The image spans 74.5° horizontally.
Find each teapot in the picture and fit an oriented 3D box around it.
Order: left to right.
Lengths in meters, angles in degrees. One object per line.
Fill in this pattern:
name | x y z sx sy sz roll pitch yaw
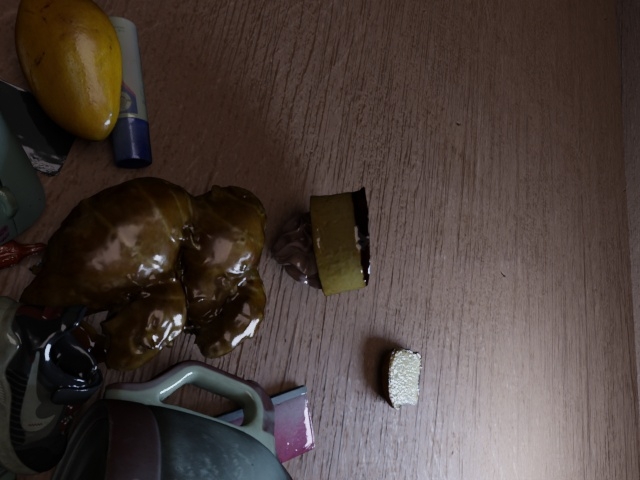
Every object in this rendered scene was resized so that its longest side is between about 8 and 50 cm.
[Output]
teapot | -0.356 0.146 0.565 0.129 0.078 0.098 13 74 -33
teapot | -0.172 0.319 0.572 0.312 0.233 0.315 27 40 -35

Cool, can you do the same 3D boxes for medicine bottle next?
medicine bottle | -0.313 -0.235 0.677 0.059 0.059 0.231 -5 84 -36

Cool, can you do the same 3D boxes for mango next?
mango | -0.353 -0.246 0.601 0.112 0.144 0.219 -14 89 -71

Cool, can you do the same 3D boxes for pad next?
pad | -0.445 -0.170 0.608 0.157 0.003 0.112 23 69 -30

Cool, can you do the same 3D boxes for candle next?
candle | -0.442 0.030 0.546 0.162 0.053 0.048 -16 96 -38

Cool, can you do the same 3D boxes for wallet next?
wallet | -0.114 0.345 0.732 0.232 0.025 0.119 -6 84 -36

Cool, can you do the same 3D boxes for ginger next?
ginger | -0.230 0.043 0.626 0.357 0.152 0.274 2 77 -36

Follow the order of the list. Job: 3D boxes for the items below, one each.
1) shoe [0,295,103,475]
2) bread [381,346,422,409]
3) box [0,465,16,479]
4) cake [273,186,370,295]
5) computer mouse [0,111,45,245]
shoe | -0.315 0.168 0.490 0.112 0.099 0.228 -8 109 -10
bread | 0.178 0.306 0.937 0.126 0.044 0.129 18 69 -39
box | -0.421 0.285 0.474 0.134 0.097 0.346 -9 87 -8
cake | 0.000 0.000 0.797 0.178 0.185 0.208 1 101 1
computer mouse | -0.439 -0.129 0.491 0.159 0.097 0.288 -69 140 -55
